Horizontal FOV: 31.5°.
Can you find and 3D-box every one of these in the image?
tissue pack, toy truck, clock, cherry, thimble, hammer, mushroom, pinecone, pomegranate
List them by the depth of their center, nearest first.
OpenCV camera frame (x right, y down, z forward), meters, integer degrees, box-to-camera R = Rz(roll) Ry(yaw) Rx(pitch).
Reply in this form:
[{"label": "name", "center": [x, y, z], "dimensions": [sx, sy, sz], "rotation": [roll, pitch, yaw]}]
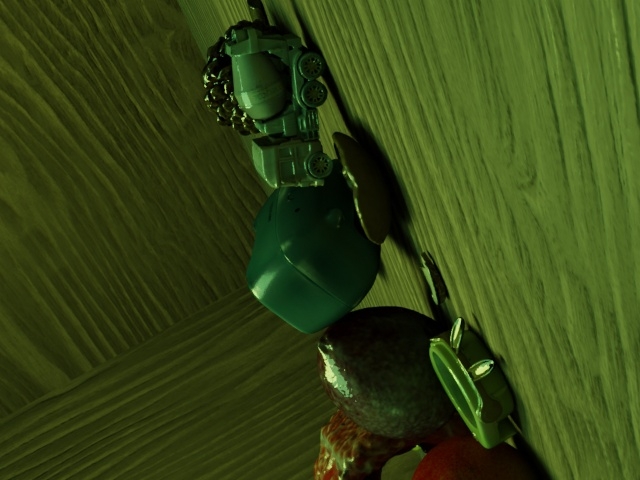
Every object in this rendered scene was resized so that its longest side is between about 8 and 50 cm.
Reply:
[{"label": "clock", "center": [0.231, 0.208, 1.724], "dimensions": [0.170, 0.069, 0.232], "rotation": [59, 173, 30]}, {"label": "mushroom", "center": [0.174, 0.060, 1.756], "dimensions": [0.049, 0.019, 0.101], "rotation": [54, 169, 52]}, {"label": "toy truck", "center": [-0.067, -0.208, 1.774], "dimensions": [0.108, 0.140, 0.257], "rotation": [-131, 34, -66]}, {"label": "pomegranate", "center": [0.267, 0.429, 1.822], "dimensions": [0.256, 0.221, 0.221], "rotation": [21, 158, 21]}, {"label": "cherry", "center": [0.115, 0.219, 1.928], "dimensions": [0.300, 0.203, 0.230], "rotation": [23, -130, -25]}, {"label": "tissue pack", "center": [0.000, 0.000, 1.930], "dimensions": [0.198, 0.206, 0.287], "rotation": [40, -155, -18]}, {"label": "pinecone", "center": [-0.115, -0.285, 1.942], "dimensions": [0.184, 0.179, 0.205], "rotation": [115, 147, -57]}, {"label": "thimble", "center": [0.168, 0.438, 2.142], "dimensions": [0.350, 0.350, 0.230], "rotation": [63, 175, -16]}, {"label": "hammer", "center": [-0.093, -0.333, 2.172], "dimensions": [0.111, 0.043, 0.365], "rotation": [59, 173, 30]}]

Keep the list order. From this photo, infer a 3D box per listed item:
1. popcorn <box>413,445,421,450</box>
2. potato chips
[{"label": "popcorn", "center": [0.162, 0.335, 2.396], "dimensions": [0.226, 0.200, 0.203], "rotation": [62, 169, 7]}, {"label": "potato chips", "center": [0.072, -0.081, 1.754], "dimensions": [0.195, 0.062, 0.208], "rotation": [-111, -3, -46]}]
